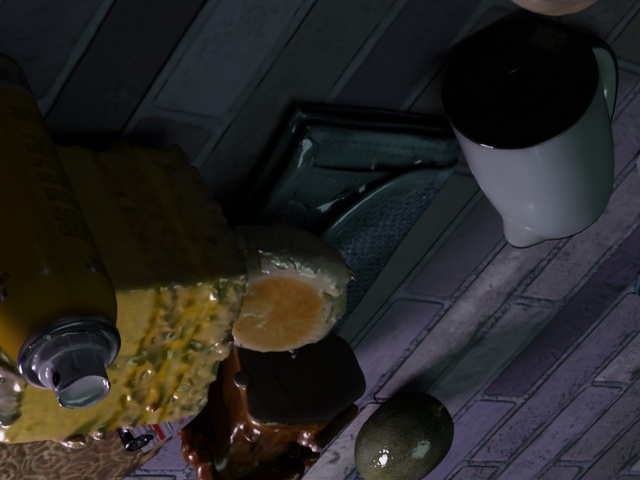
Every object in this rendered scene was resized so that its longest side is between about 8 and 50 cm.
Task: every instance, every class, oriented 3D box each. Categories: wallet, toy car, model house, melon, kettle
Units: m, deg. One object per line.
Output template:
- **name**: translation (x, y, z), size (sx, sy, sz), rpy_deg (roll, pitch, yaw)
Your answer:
- **wallet**: translation (0.000, 0.000, 1.727), size (0.237, 0.075, 0.342), rpy_deg (2, 135, -39)
- **toy car**: translation (-0.194, 0.148, 1.694), size (0.108, 0.089, 0.210), rpy_deg (-28, 153, -8)
- **model house**: translation (-0.072, 0.231, 1.874), size (0.219, 0.199, 0.229), rpy_deg (13, 125, -28)
- **melon**: translation (0.114, 0.267, 2.106), size (0.114, 0.114, 0.167), rpy_deg (8, 135, -41)
- **kettle**: translation (0.250, -0.127, 1.677), size (0.221, 0.161, 0.236), rpy_deg (-55, 148, -16)

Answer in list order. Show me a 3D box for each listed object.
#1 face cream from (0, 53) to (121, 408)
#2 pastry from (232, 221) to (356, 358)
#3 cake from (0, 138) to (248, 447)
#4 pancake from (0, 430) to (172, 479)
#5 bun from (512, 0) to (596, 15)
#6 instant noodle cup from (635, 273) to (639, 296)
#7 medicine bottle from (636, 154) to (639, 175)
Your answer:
- **face cream**: translation (-0.248, -0.007, 1.301), size (0.105, 0.349, 0.105), rpy_deg (-18, 144, -14)
- **pastry**: translation (-0.047, 0.049, 1.633), size (0.165, 0.088, 0.166), rpy_deg (-6, 134, -6)
- **cake**: translation (-0.248, 0.046, 1.480), size (0.286, 0.227, 0.222), rpy_deg (-7, 138, -30)
- **pancake**: translation (-0.314, 0.241, 1.856), size (0.288, 0.033, 0.286), rpy_deg (-37, 143, 12)
- **bun**: translation (0.241, -0.287, 1.483), size (0.166, 0.113, 0.173), rpy_deg (-8, 139, -26)
- **instant noodle cup**: translation (0.531, 0.029, 2.128), size (0.179, 0.070, 0.157), rpy_deg (-17, 146, -17)
- **medicine bottle**: translation (0.470, -0.133, 1.830), size (0.083, 0.121, 0.229), rpy_deg (-2, 137, -32)
